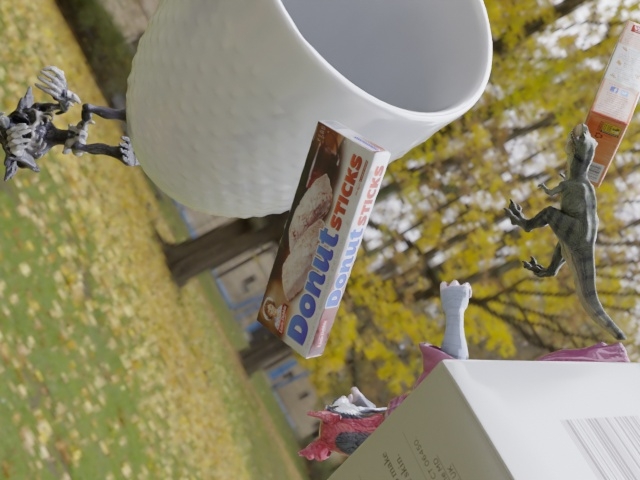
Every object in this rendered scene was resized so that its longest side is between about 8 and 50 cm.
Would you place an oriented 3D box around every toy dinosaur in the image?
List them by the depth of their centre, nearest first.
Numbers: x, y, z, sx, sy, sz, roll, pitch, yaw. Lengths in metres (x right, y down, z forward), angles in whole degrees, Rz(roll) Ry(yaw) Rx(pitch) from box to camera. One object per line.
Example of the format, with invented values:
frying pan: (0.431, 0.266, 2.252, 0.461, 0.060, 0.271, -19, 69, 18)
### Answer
toy dinosaur: (0.298, -0.006, 1.325, 0.118, 0.064, 0.268, -9, -92, 40)

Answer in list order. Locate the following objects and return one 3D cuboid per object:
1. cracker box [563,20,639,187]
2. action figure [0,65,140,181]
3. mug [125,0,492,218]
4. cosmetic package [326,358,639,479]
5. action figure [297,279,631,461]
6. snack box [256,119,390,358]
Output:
cracker box: (0.475, -0.222, 1.745, 0.067, 0.232, 0.155, 22, -34, 10)
action figure: (-0.399, -0.174, 1.603, 0.141, 0.276, 0.164, 64, 31, -61)
mug: (-0.047, -0.211, 1.092, 0.328, 0.276, 0.374, -33, -123, 45)
cosmetic package: (0.059, 0.234, 0.624, 0.365, 0.197, 0.155, -54, -131, 32)
action figure: (0.157, 0.210, 1.134, 0.248, 0.370, 0.275, 106, -29, -52)
snack box: (0.000, 0.000, 0.843, 0.064, 0.022, 0.178, 34, -64, 36)
